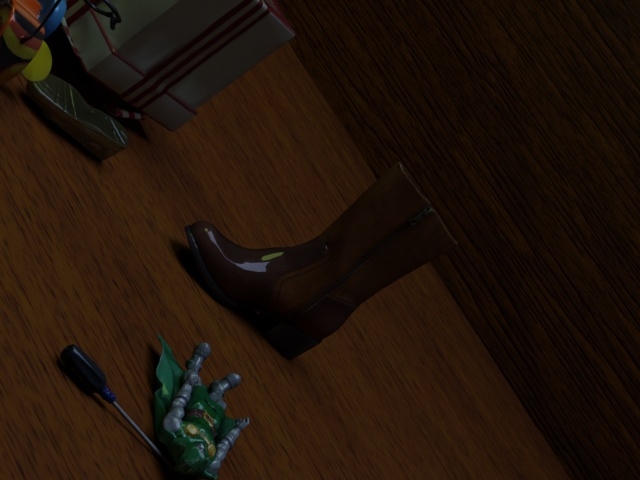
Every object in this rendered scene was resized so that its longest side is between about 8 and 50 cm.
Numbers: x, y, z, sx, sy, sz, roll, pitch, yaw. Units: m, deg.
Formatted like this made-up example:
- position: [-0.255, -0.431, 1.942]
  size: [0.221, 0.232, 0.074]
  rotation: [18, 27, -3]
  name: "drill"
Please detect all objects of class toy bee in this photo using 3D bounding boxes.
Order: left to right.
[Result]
- position: [-0.363, -0.239, 1.723]
  size: [0.195, 0.162, 0.298]
  rotation: [40, -8, -20]
  name: "toy bee"

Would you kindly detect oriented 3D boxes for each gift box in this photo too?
- position: [-0.235, -0.328, 2.085]
  size: [0.276, 0.258, 0.255]
  rotation: [36, 21, -55]
  name: "gift box"

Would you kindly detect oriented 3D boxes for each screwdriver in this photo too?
- position: [-0.187, 0.161, 1.503]
  size: [0.170, 0.025, 0.024]
  rotation: [47, 14, -21]
  name: "screwdriver"

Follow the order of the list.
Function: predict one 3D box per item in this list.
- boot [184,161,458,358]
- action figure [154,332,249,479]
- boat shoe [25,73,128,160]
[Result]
- position: [0.000, 0.000, 2.001]
  size: [0.264, 0.280, 0.096]
  rotation: [47, 14, -27]
  name: "boot"
- position: [-0.123, 0.180, 1.601]
  size: [0.137, 0.063, 0.232]
  rotation: [44, 14, -13]
  name: "action figure"
- position: [-0.299, -0.146, 1.890]
  size: [0.153, 0.048, 0.056]
  rotation: [33, 35, -40]
  name: "boat shoe"
